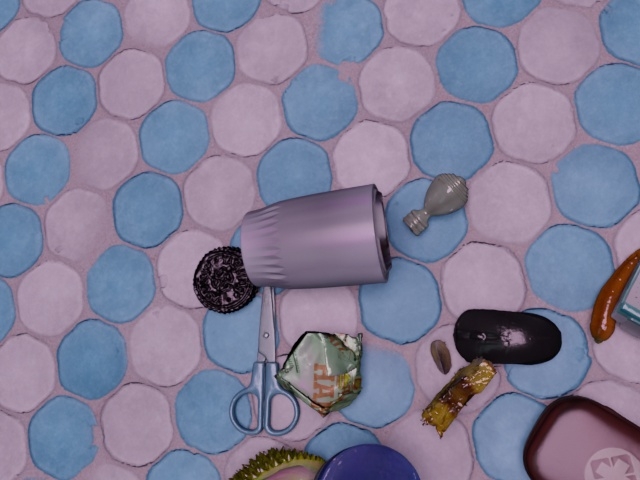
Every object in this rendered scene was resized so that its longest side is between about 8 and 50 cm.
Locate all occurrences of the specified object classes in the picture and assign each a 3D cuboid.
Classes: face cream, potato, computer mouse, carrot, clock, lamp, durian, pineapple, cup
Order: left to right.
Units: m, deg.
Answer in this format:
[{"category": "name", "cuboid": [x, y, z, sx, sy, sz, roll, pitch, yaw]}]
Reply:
[{"category": "durian", "cuboid": [-0.149, 0.642, 1.765, 0.352, 0.158, 0.169, -38, 88, -1]}, {"category": "cup", "cuboid": [0.000, 0.000, 1.796, 0.372, 0.253, 0.253, -7, 79, 13]}, {"category": "face cream", "cuboid": [0.105, 0.616, 1.657, 0.249, 0.225, 0.248, 2, 71, -5]}, {"category": "lamp", "cuboid": [0.304, -0.098, 1.831, 0.193, 0.106, 0.106, -41, 76, 11]}, {"category": "potato", "cuboid": [0.310, 0.296, 1.796, 0.037, 0.036, 0.093, -21, 96, -30]}, {"category": "pineapple", "cuboid": [0.350, 0.377, 1.728, 0.079, 0.135, 0.233, 44, 100, 5]}, {"category": "computer mouse", "cuboid": [0.469, 0.244, 1.746, 0.270, 0.086, 0.137, 1, 80, 12]}, {"category": "carrot", "cuboid": [0.732, 0.129, 1.732, 0.066, 0.062, 0.271, 15, 78, 44]}, {"category": "clock", "cuboid": [0.861, 0.156, 1.667, 0.262, 0.116, 0.231, 31, 72, 11]}]

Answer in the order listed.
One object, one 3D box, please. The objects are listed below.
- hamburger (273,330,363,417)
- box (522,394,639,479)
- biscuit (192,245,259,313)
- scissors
[{"category": "hamburger", "cuboid": [0.020, 0.325, 1.800, 0.214, 0.125, 0.235, 34, 81, -1]}, {"category": "box", "cuboid": [0.687, 0.550, 1.641, 0.404, 0.108, 0.263, 31, 87, 15]}, {"category": "biscuit", "cuboid": [-0.260, 0.108, 1.922, 0.195, 0.053, 0.194, -2, 81, 10]}, {"category": "scissors", "cuboid": [-0.146, 0.298, 1.880, 0.193, 0.029, 0.446, 0, 81, 10]}]
